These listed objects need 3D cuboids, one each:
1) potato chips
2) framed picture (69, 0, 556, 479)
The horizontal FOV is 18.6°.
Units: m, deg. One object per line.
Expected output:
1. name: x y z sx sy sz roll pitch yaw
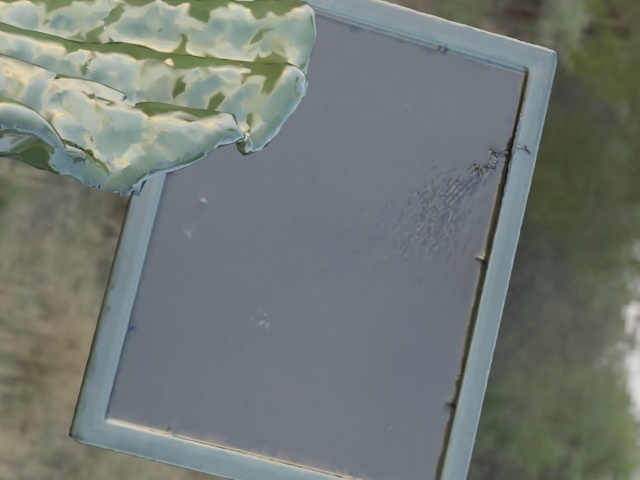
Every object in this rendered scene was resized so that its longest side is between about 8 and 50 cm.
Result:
1. potato chips: -0.209 -0.123 0.751 0.389 0.373 0.097 11 100 -41
2. framed picture: 0.000 0.000 1.136 0.019 0.232 0.296 151 -46 -76
